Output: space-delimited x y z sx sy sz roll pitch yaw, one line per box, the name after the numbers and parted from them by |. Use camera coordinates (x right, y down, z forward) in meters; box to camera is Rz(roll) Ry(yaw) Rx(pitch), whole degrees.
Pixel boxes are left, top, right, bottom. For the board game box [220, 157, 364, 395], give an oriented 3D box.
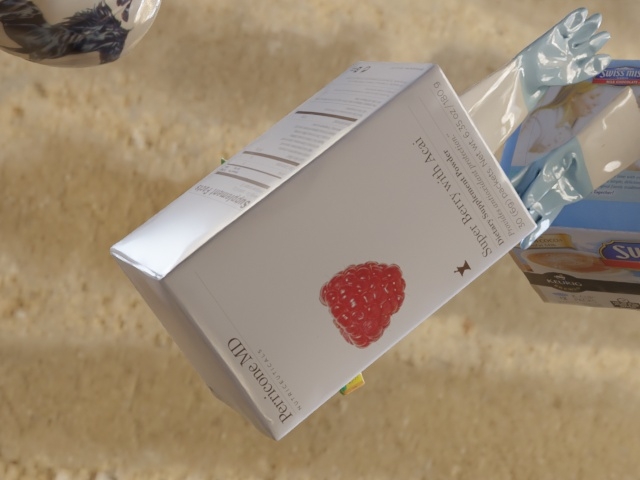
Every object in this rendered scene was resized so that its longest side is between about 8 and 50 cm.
-0.031 0.033 1.570 0.039 0.259 0.124 -31 -152 -14 | board game box

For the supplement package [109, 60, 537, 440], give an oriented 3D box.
0.000 0.000 1.280 0.293 0.177 0.175 -39 -161 -12 | supplement package

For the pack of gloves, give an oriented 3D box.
0.229 -0.118 1.534 0.232 0.195 0.046 -37 -149 -25 | pack of gloves

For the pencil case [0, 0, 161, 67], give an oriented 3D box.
-0.253 -0.270 1.107 0.159 0.410 0.184 -15 -109 11 | pencil case

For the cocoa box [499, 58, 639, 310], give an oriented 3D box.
0.405 -0.061 1.726 0.347 0.228 0.231 5 -114 30 | cocoa box
